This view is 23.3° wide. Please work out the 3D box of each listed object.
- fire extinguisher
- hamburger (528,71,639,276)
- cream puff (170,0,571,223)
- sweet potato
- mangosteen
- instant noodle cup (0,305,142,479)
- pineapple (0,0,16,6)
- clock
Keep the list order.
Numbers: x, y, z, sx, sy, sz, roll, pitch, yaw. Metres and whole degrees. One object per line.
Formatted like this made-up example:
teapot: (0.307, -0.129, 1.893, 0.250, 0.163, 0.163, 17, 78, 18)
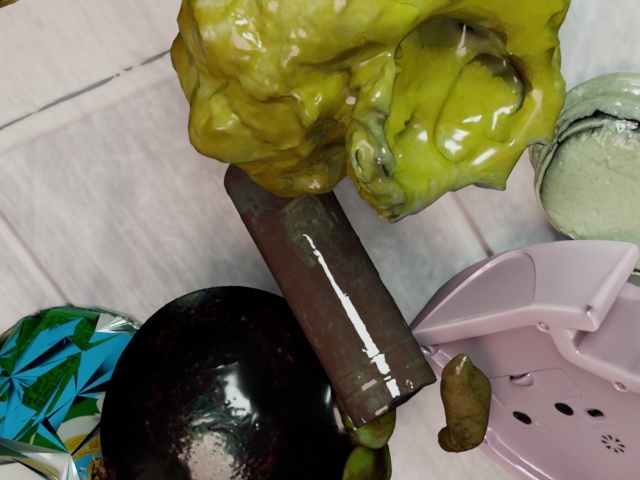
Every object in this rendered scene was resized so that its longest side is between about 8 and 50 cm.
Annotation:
fire extinguisher: (0.000, 0.000, 1.139, 0.089, 0.072, 0.267, -32, 82, 23)
hamburger: (0.210, -0.044, 1.064, 0.140, 0.062, 0.133, 38, 133, -9)
cream puff: (0.041, -0.109, 0.949, 0.282, 0.185, 0.282, -10, 159, -4)
sweet potato: (0.105, 0.125, 1.140, 0.038, 0.041, 0.153, -13, 150, -7)
mangosteen: (-0.048, 0.136, 1.230, 0.243, 0.243, 0.243, 13, 129, 16)
instant noodle cup: (-0.228, 0.198, 1.373, 0.240, 0.178, 0.240, 12, 128, 16)
pineapple: (-0.175, -0.305, 0.961, 0.263, 0.262, 0.271, -17, 104, 33)
clock: (0.227, 0.118, 1.113, 0.275, 0.080, 0.290, 47, 149, -13)
